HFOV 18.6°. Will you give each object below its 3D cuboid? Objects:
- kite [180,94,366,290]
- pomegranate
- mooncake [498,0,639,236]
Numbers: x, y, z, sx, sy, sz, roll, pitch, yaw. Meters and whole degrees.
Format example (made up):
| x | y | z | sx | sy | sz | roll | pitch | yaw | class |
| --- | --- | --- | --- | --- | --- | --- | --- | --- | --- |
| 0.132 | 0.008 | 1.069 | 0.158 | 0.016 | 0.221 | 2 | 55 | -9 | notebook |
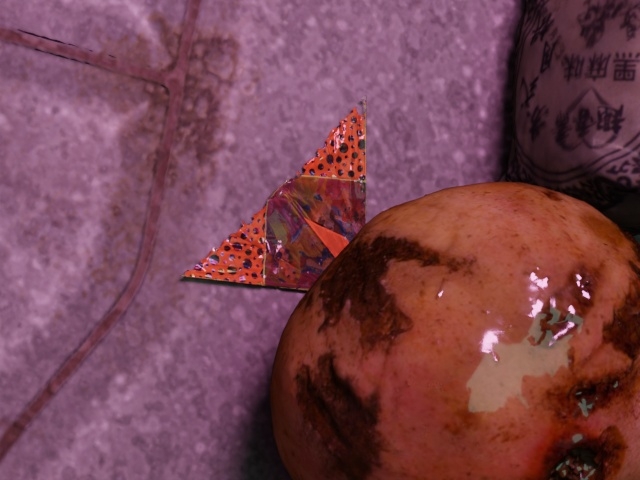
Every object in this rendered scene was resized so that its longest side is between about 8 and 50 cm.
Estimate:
| x | y | z | sx | sy | sz | roll | pitch | yaw | class |
| --- | --- | --- | --- | --- | --- | --- | --- | --- | --- |
| 0.000 | 0.000 | 1.580 | 0.222 | 0.008 | 0.125 | -45 | 105 | -21 | kite |
| 0.124 | 0.110 | 1.482 | 0.322 | 0.322 | 0.322 | 2 | 86 | -25 | pomegranate |
| 0.248 | -0.130 | 1.571 | 0.136 | 0.254 | 0.250 | 19 | 76 | -34 | mooncake |
